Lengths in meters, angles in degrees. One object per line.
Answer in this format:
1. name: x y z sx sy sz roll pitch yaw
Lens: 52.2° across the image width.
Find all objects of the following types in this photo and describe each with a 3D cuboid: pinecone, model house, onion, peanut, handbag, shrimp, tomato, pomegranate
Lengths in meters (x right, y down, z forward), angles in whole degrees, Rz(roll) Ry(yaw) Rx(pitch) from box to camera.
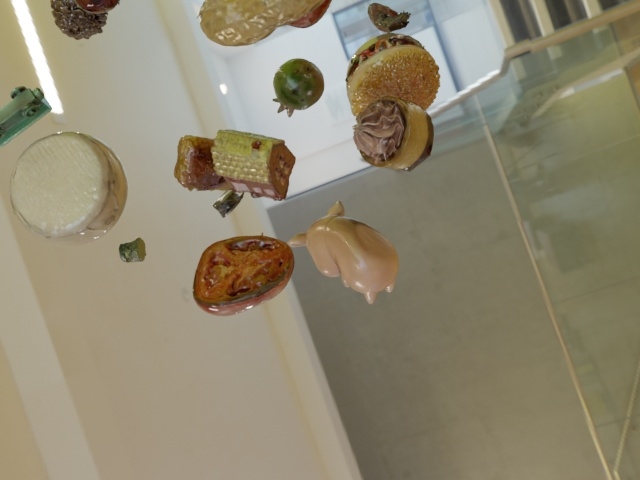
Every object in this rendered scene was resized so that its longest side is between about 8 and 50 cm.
1. pinecone: -0.800 -0.773 2.163 0.179 0.184 0.205 47 -152 -65
2. model house: -0.204 -0.245 1.953 0.254 0.195 0.160 60 -133 -68
3. onion: -0.558 -0.616 1.613 0.117 0.118 0.119 43 167 49
4. peanut: -0.125 -0.524 1.453 0.149 0.313 0.149 36 -134 -49
5. handbag: -0.348 -0.160 2.611 0.072 0.139 0.115 52 -130 -17
6. shrimp: 0.196 -0.638 1.873 0.101 0.042 0.190 49 168 -32
7. tomato: -0.129 0.072 1.147 0.166 0.174 0.082 -91 -7 -48
8. pomegranate: -0.086 -0.524 2.277 0.224 0.181 0.182 128 130 -59
9. model house: -0.614 0.037 2.111 0.066 0.083 0.079 67 -164 -58

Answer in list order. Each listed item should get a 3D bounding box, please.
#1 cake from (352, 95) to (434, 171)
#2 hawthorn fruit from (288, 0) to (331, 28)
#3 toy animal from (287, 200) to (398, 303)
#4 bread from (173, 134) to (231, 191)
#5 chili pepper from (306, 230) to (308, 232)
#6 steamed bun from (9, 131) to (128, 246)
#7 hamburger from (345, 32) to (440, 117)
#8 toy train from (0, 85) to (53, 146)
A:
1. cake: 0.169 -0.278 1.688 0.207 0.185 0.178 38 -153 33
2. hawthorn fruit: -0.082 -0.759 1.785 0.287 0.286 0.331 -90 15 -58
3. toy animal: 0.066 0.026 1.511 0.166 0.250 0.154 -26 -46 -39
4. bread: -0.294 -0.247 2.187 0.109 0.380 0.185 32 117 56
5. chili pepper: 0.001 -0.001 1.874 0.191 0.059 0.050 -146 60 -61
6. steamed bun: -0.801 -0.161 2.128 0.241 0.374 0.375 64 -172 -81
7. hamburger: 0.210 -0.465 1.938 0.302 0.301 0.170 57 -167 -45
8. toy train: -0.962 -0.388 2.067 0.101 0.248 0.159 54 -179 7
